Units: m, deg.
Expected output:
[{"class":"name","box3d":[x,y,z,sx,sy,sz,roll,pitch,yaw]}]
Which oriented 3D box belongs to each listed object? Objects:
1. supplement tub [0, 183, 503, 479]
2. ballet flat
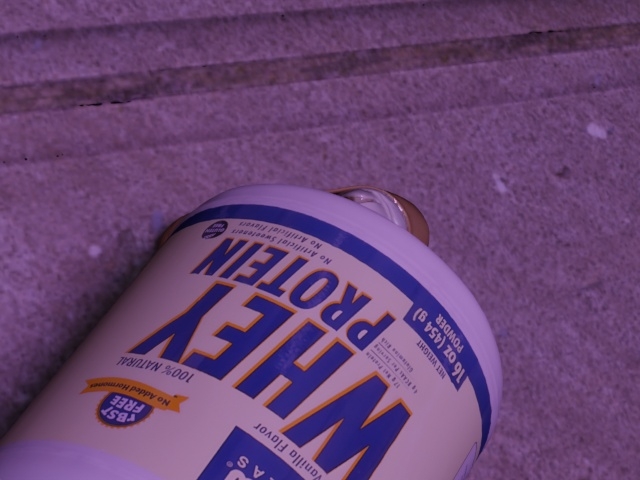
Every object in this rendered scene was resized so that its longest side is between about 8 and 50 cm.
[{"class":"supplement tub","box3d":[-0.061,0.148,1.006,0.235,0.235,0.325,44,52,-9]},{"class":"ballet flat","box3d":[0.000,0.000,1.218,0.232,0.073,0.080,-10,75,-36]}]
